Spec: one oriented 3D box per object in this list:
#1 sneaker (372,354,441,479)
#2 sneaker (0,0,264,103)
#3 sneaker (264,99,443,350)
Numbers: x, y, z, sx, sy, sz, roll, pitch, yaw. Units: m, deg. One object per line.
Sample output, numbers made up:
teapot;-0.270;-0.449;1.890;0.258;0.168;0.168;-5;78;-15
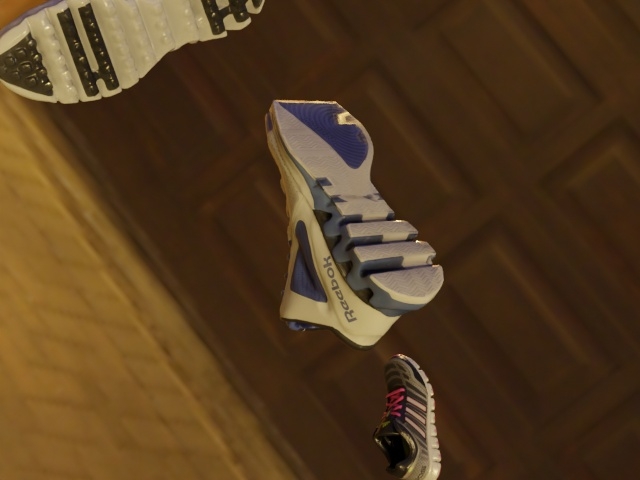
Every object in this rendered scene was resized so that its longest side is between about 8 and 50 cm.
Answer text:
sneaker;0.101;0.225;2.053;0.074;0.063;0.170;4;69;-39
sneaker;-0.200;-0.223;1.631;0.118;0.292;0.110;32;-41;50
sneaker;0.001;0.001;1.818;0.127;0.182;0.315;1;47;-35
